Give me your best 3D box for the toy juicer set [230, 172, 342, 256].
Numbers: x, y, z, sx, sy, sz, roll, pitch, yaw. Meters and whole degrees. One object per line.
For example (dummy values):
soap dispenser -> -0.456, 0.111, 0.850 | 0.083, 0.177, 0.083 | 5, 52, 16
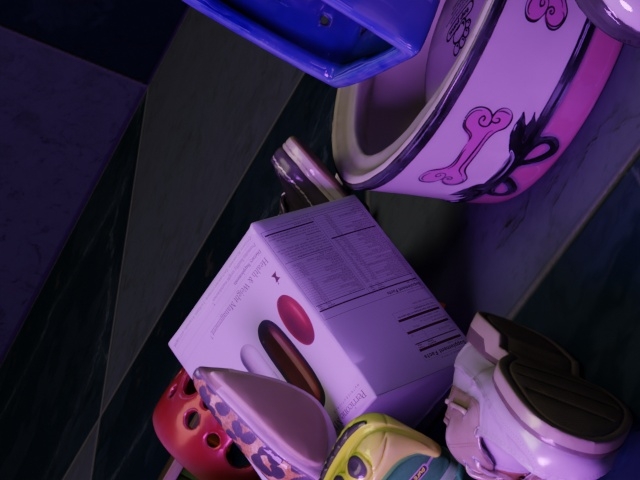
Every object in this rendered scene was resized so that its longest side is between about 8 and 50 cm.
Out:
toy juicer set -> -0.079, 0.068, 2.303 | 0.329, 0.089, 0.209 | -49, 25, 49

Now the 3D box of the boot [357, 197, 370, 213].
boot -> -0.004, 0.077, 2.099 | 0.246, 0.083, 0.161 | -58, 12, 16

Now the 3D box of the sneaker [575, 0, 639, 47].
sneaker -> 0.333, -0.368, 1.368 | 0.448, 0.169, 0.257 | -68, 14, -7

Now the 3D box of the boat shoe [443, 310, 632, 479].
boat shoe -> 0.161, 0.144, 1.411 | 0.302, 0.113, 0.103 | -100, 32, -80

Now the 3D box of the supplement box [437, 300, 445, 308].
supplement box -> 0.077, 0.074, 1.835 | 0.098, 0.062, 0.036 | -19, 52, 68

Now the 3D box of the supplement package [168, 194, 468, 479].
supplement package -> -0.002, 0.104, 1.723 | 0.203, 0.149, 0.194 | 53, 132, 20

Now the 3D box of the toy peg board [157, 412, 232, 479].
toy peg board -> -0.162, 0.308, 2.331 | 0.161, 0.079, 0.161 | -59, 3, 29

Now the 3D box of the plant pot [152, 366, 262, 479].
plant pot -> -0.056, 0.169, 1.940 | 0.174, 0.191, 0.191 | -54, 19, 14

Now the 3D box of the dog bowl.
dog bowl -> 0.165, -0.217, 1.763 | 0.408, 0.150, 0.408 | -57, 20, 34

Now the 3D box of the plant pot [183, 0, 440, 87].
plant pot -> 0.002, -0.303, 1.735 | 0.212, 0.236, 0.236 | -65, 16, -12

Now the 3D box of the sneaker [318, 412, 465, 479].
sneaker -> 0.035, 0.272, 1.519 | 0.109, 0.123, 0.295 | -84, 15, -50

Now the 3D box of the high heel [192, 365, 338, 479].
high heel -> -0.041, 0.230, 1.626 | 0.186, 0.261, 0.093 | -48, 9, 37

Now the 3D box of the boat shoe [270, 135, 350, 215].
boat shoe -> 0.000, 0.000, 1.859 | 0.092, 0.285, 0.103 | -34, 58, -3
